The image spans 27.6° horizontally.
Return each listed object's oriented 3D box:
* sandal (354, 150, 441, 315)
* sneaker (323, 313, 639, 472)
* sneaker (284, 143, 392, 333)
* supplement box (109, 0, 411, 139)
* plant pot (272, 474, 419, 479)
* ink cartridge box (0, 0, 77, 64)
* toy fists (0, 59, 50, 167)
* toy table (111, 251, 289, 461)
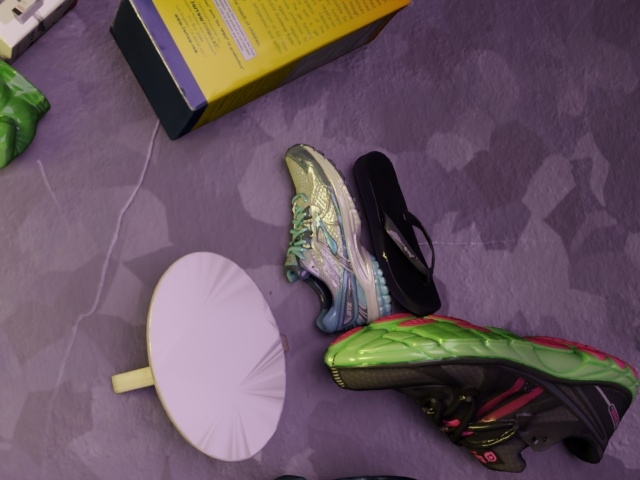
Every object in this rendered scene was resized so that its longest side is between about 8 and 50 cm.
[{"bbox_3d":[0.117,-0.011,1.890,0.097,0.054,0.254,-17,85,-53],"label":"sandal"},{"bbox_3d":[0.232,0.222,1.826,0.483,0.185,0.202,12,92,-20],"label":"sneaker"},{"bbox_3d":[0.000,0.000,1.855,0.122,0.110,0.283,-23,88,-13],"label":"sneaker"},{"bbox_3d":[-0.089,-0.318,1.832,0.357,0.194,0.195,-29,90,-17],"label":"supplement box"},{"bbox_3d":[0.024,0.425,1.737,0.212,0.236,0.235,8,81,-8],"label":"plant pot"},{"bbox_3d":[-0.399,-0.315,1.799,0.056,0.099,0.135,45,75,-6],"label":"ink cartridge box"},{"bbox_3d":[-0.507,-0.214,1.760,0.279,0.096,0.142,40,75,-7],"label":"toy fists"},{"bbox_3d":[-0.149,0.159,1.764,0.252,0.161,0.274,-1,83,-15],"label":"toy table"}]
